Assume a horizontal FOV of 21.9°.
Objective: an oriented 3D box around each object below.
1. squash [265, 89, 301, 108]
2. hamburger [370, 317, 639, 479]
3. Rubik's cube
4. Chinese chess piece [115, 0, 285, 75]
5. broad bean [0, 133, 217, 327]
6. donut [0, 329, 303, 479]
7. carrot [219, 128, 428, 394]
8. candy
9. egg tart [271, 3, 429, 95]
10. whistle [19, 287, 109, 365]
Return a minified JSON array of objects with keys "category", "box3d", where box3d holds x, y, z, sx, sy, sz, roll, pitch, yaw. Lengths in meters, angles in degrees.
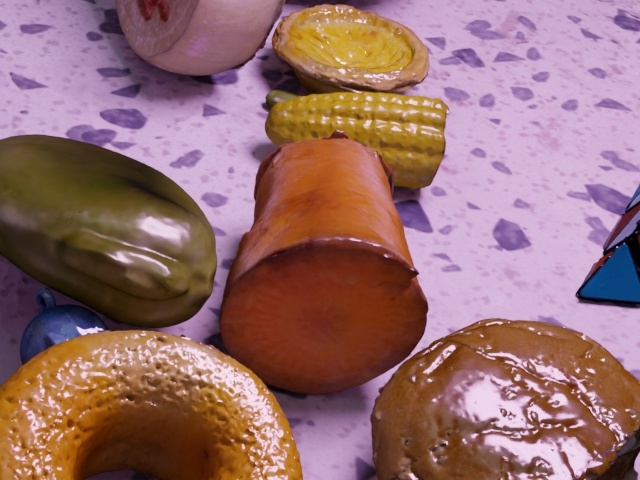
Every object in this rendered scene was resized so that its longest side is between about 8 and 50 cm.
[{"category":"squash","box3d":[-0.025,-0.152,1.900,0.083,0.027,0.027,23,39,10]},{"category":"hamburger","box3d":[0.164,0.171,1.474,0.211,0.132,0.309,38,45,24]},{"category":"Rubik's cube","box3d":[0.446,-0.047,1.749,0.250,0.234,0.284,28,39,16]},{"category":"Chinese chess piece","box3d":[-0.137,-0.323,1.882,0.112,0.270,0.270,2,38,-32]},{"category":"broad bean","box3d":[-0.211,-0.014,1.559,0.291,0.119,0.238,31,20,35]},{"category":"donut","box3d":[-0.146,0.193,1.331,0.303,0.110,0.303,12,50,-14]},{"category":"carrot","box3d":[0.000,0.000,1.590,0.196,0.196,0.254,8,36,-8]},{"category":"candy","box3d":[0.038,-0.118,1.819,0.199,0.106,0.094,9,19,-1]},{"category":"egg tart","box3d":[0.033,-0.213,1.956,0.191,0.074,0.191,8,38,-6]},{"category":"whistle","box3d":[-0.220,0.115,1.478,0.090,0.090,0.158,-22,90,-37]}]
